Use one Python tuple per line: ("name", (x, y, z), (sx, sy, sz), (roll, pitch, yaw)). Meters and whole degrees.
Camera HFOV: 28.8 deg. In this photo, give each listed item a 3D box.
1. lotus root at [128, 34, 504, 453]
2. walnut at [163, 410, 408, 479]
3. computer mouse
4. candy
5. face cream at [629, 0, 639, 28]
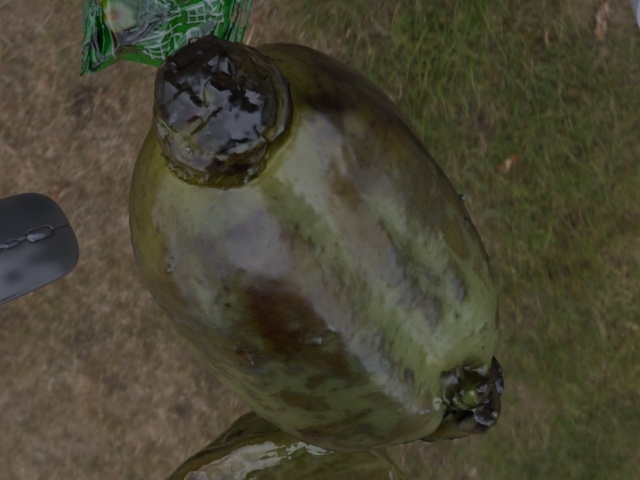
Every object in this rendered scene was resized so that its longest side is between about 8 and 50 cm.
("lotus root", (0.000, 0.000, 0.661), (0.173, 0.173, 0.309), (-22, 136, 15))
("walnut", (-0.040, 0.290, 1.272), (0.282, 0.227, 0.283), (-4, 134, -4))
("computer mouse", (-0.396, 0.022, 1.468), (0.232, 0.057, 0.120), (-23, 85, -28))
("candy", (-0.190, -0.265, 1.529), (0.203, 0.078, 0.141), (6, 131, -13))
("face cream", (0.158, -0.111, 0.424), (0.117, 0.104, 0.117), (-13, 158, -5))
